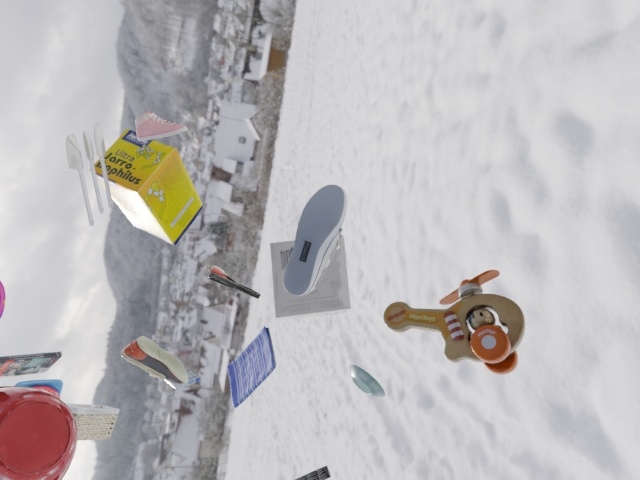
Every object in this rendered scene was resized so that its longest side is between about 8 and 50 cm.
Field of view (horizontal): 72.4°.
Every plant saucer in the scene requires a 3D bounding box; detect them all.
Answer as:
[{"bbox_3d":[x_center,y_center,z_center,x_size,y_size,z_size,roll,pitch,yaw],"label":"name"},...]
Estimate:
[{"bbox_3d":[0.191,0.619,1.895,0.037,0.195,0.195,-45,2,-25],"label":"plant saucer"}]

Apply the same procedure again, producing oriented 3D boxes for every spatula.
[{"bbox_3d":[-0.592,-0.168,1.135,0.168,0.019,0.241,-93,6,-63],"label":"spatula"}]

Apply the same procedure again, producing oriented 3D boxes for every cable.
[{"bbox_3d":[-0.407,0.186,2.026,0.139,0.288,0.072,112,179,-80],"label":"cable"}]

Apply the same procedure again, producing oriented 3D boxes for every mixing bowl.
[{"bbox_3d":[-0.390,0.265,0.563,0.098,0.181,0.181,-29,45,25],"label":"mixing bowl"}]

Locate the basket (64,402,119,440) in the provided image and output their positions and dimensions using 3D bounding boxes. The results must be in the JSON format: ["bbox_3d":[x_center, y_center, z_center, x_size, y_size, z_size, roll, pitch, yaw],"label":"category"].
[{"bbox_3d":[-0.793,0.612,1.478,0.114,0.167,0.103,-2,68,28],"label":"basket"}]

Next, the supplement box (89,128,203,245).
[{"bbox_3d":[-0.576,-0.171,1.503,0.195,0.194,0.356,-61,-15,-25],"label":"supplement box"}]

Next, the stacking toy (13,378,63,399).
[{"bbox_3d":[-0.951,0.623,1.473,0.302,0.166,0.175,33,107,45],"label":"stacking toy"}]

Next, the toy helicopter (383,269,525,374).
[{"bbox_3d":[0.330,0.191,1.119,0.356,0.140,0.234,0,62,34],"label":"toy helicopter"}]

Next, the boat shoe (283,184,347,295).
[{"bbox_3d":[0.007,0.004,1.395,0.156,0.136,0.366,9,-80,-67],"label":"boat shoe"}]

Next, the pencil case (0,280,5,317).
[{"bbox_3d":[-0.556,0.097,0.683,0.237,0.105,0.104,-6,75,52],"label":"pencil case"}]

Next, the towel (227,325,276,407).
[{"bbox_3d":[-0.329,0.590,2.044,0.336,0.040,0.243,-49,36,22],"label":"towel"}]

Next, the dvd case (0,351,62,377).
[{"bbox_3d":[-0.586,0.244,0.853,0.087,0.120,0.013,-38,61,30],"label":"dvd case"}]

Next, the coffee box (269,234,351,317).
[{"bbox_3d":[-0.053,0.189,2.065,0.334,0.339,0.337,102,162,-77],"label":"coffee box"}]

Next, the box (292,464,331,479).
[{"bbox_3d":[-0.058,0.825,1.489,0.184,0.191,0.045,85,163,-60],"label":"box"}]

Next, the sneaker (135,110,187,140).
[{"bbox_3d":[-0.414,-0.300,1.125,0.051,0.135,0.070,-73,-26,-71],"label":"sneaker"}]

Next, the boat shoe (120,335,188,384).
[{"bbox_3d":[-0.288,0.219,0.771,0.043,0.137,0.049,-36,38,-1],"label":"boat shoe"}]

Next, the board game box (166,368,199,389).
[{"bbox_3d":[-0.492,0.490,1.551,0.090,0.090,0.019,12,103,46],"label":"board game box"}]
